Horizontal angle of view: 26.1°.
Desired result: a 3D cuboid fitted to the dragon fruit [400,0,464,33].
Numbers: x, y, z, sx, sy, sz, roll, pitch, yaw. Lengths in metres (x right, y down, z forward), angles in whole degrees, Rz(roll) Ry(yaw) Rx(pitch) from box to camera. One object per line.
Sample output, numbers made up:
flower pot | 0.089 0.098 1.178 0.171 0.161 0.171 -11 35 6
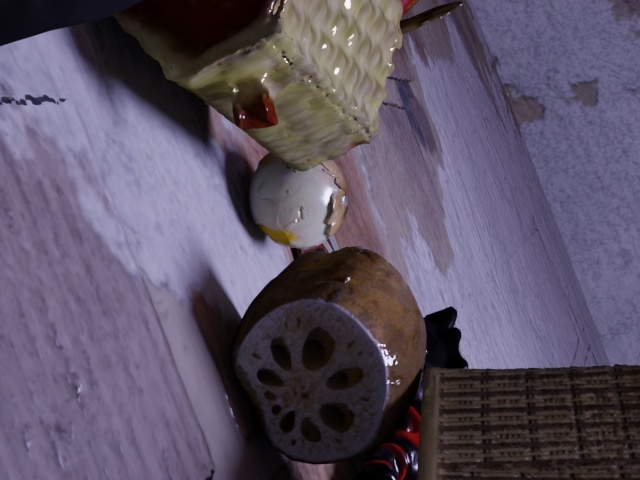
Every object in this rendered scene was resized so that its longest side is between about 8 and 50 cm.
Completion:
dragon fruit | 0.049 -0.356 1.410 0.290 0.189 0.290 -20 90 -75

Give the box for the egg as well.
egg | -0.017 -0.033 0.981 0.071 0.071 0.083 62 -1 -25

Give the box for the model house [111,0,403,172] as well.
model house | -0.047 -0.166 0.891 0.196 0.160 0.254 37 37 -63

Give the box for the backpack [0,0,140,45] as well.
backpack | -0.159 -0.305 0.517 0.363 0.255 0.445 -87 161 -62

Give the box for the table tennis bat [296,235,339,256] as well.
table tennis bat | 0.000 0.000 1.102 0.098 0.019 0.154 55 23 -44

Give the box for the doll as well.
doll | 0.065 0.129 1.043 0.248 0.088 0.127 -74 162 -52

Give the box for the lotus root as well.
lotus root | 0.007 0.070 0.838 0.122 0.112 0.081 68 17 -7

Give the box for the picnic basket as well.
picnic basket | 0.149 0.250 0.805 0.228 0.175 0.312 -77 164 -65
